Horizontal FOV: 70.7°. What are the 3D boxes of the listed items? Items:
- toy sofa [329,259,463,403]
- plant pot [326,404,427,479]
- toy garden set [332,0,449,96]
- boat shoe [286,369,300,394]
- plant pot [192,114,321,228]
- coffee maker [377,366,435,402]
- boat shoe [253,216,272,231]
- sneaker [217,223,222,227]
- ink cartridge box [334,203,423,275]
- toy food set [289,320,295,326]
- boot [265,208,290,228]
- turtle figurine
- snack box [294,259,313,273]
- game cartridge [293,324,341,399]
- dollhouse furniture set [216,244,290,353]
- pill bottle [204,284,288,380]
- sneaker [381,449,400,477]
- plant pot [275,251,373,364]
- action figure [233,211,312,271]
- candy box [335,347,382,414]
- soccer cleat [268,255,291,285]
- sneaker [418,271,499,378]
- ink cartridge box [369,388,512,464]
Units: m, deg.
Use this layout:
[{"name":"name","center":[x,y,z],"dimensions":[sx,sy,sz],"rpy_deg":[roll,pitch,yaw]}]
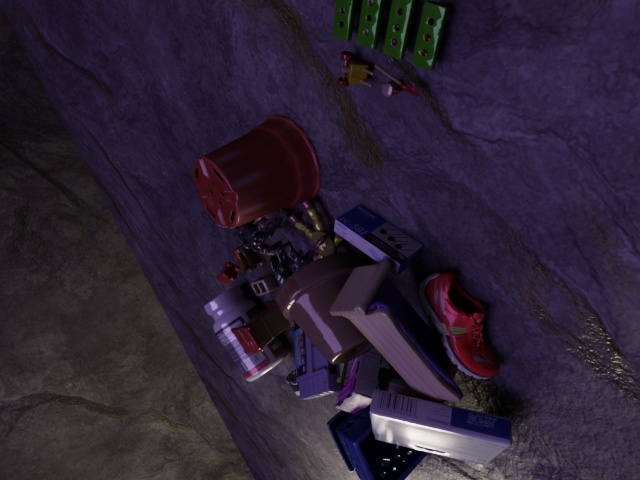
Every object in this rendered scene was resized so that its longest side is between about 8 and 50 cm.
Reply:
[{"name":"toy sofa","center":[0.209,0.222,1.074],"dimensions":[0.177,0.150,0.362],"rpy_deg":[-13,124,50]},{"name":"plant pot","center":[0.171,0.641,1.472],"dimensions":[0.212,0.236,0.236],"rpy_deg":[-3,114,58]},{"name":"toy garden set","center":[0.129,-0.383,0.893],"dimensions":[0.244,0.049,0.203],"rpy_deg":[35,137,29]},{"name":"boat shoe","center":[-0.066,0.542,1.787],"dimensions":[0.091,0.114,0.302],"rpy_deg":[47,144,6]},{"name":"plant pot","center":[-0.186,-0.177,1.248],"dimensions":[0.272,0.265,0.272],"rpy_deg":[30,136,34]},{"name":"coffee maker","center":[0.241,0.461,1.339],"dimensions":[0.178,0.120,0.171],"rpy_deg":[0,117,52]},{"name":"boat shoe","center":[-0.220,-0.025,1.575],"dimensions":[0.073,0.073,0.207],"rpy_deg":[59,146,3]},{"name":"sneaker","center":[-0.284,-0.114,1.558],"dimensions":[0.100,0.108,0.271],"rpy_deg":[55,144,7]},{"name":"ink cartridge box","center":[0.141,-0.006,1.120],"dimensions":[0.207,0.097,0.046],"rpy_deg":[36,141,28]},{"name":"toy food set","center":[-0.085,0.245,1.507],"dimensions":[0.122,0.019,0.077],"rpy_deg":[134,137,-54]},{"name":"boot","center":[-0.143,-0.097,1.459],"dimensions":[0.118,0.042,0.087],"rpy_deg":[42,137,18]},{"name":"turtle figurine","center":[0.000,0.000,1.301],"dimensions":[0.217,0.087,0.269],"rpy_deg":[52,141,10]},{"name":"snack box","center":[-0.054,0.145,1.454],"dimensions":[0.100,0.037,0.141],"rpy_deg":[124,151,-46]},{"name":"game cartridge","center":[-0.020,0.311,1.435],"dimensions":[0.230,0.068,0.355],"rpy_deg":[-39,48,52]},{"name":"dollhouse furniture set","center":[-0.272,0.218,1.715],"dimensions":[0.152,0.201,0.374],"rpy_deg":[-22,99,55]},{"name":"pill bottle","center":[-0.314,0.381,1.886],"dimensions":[0.363,0.210,0.210],"rpy_deg":[56,146,4]},{"name":"sneaker","center":[0.175,0.734,1.645],"dimensions":[0.267,0.106,0.101],"rpy_deg":[46,145,19]},{"name":"plant pot","center":[0.041,0.196,1.209],"dimensions":[0.229,0.263,0.263],"rpy_deg":[61,150,28]},{"name":"action figure","center":[-0.162,-0.014,1.403],"dimensions":[0.276,0.141,0.164],"rpy_deg":[38,155,-29]},{"name":"candy box","center":[0.119,0.366,1.319],"dimensions":[0.071,0.233,0.159],"rpy_deg":[21,141,-5]},{"name":"soccer cleat","center":[-0.123,0.128,1.595],"dimensions":[0.072,0.060,0.178],"rpy_deg":[-4,119,42]},{"name":"sneaker","center":[0.336,0.197,1.038],"dimensions":[0.118,0.107,0.279],"rpy_deg":[-33,91,46]},{"name":"ink cartridge box","center":[0.298,0.495,1.183],"dimensions":[0.324,0.071,0.330],"rpy_deg":[8,149,14]}]
